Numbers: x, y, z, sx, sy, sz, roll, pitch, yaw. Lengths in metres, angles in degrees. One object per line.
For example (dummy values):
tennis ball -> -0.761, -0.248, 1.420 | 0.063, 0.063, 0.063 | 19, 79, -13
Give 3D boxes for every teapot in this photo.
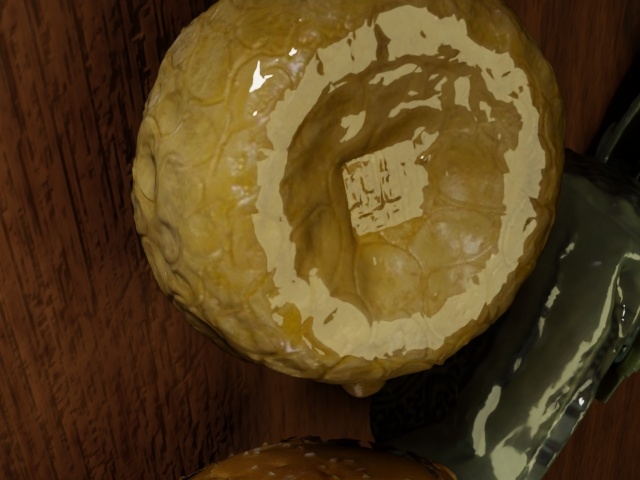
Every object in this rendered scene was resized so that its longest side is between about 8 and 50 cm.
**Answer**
teapot -> -0.001, -0.052, 0.628 | 0.203, 0.167, 0.311 | -23, 115, -20

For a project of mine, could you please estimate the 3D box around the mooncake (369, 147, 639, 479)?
mooncake -> 0.137, 0.051, 0.937 | 0.250, 0.136, 0.254 | -63, 177, 8

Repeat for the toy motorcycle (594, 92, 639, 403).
toy motorcycle -> 0.332, -0.030, 1.211 | 0.410, 0.168, 0.237 | -58, 147, 0

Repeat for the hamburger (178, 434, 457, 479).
hamburger -> -0.021, 0.237, 0.737 | 0.260, 0.245, 0.211 | -51, 138, -74
